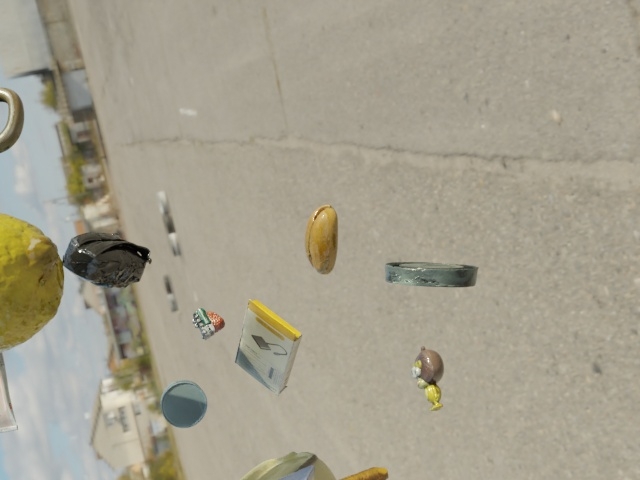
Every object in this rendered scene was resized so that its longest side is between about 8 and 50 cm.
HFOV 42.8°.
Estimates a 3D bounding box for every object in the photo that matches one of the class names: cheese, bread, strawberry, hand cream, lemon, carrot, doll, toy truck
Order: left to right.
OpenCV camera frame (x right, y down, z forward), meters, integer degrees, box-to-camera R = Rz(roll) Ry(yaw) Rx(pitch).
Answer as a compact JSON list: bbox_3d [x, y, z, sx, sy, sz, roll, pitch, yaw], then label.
[{"bbox_3d":[-0.585,0.077,1.429,0.245,0.320,0.245,50,-153,-36],"label":"lemon"},{"bbox_3d":[-0.656,0.281,1.651,0.052,0.038,0.216,-16,83,46],"label":"hand cream"},{"bbox_3d":[-0.312,0.222,2.182,0.083,0.044,0.039,55,156,25],"label":"toy truck"},{"bbox_3d":[-0.323,0.249,2.443,0.083,0.073,0.073,10,116,46],"label":"strawberry"},{"bbox_3d":[-0.042,0.487,1.379,0.233,0.127,0.266,66,-158,1],"label":"cheese"},{"bbox_3d":[0.000,0.000,2.089,0.114,0.077,0.189,-127,34,-59],"label":"bread"},{"bbox_3d":[0.071,0.541,1.820,0.042,0.171,0.042,168,90,-71],"label":"carrot"},{"bbox_3d":[0.328,0.412,2.457,0.145,0.096,0.188,89,173,-46],"label":"doll"}]

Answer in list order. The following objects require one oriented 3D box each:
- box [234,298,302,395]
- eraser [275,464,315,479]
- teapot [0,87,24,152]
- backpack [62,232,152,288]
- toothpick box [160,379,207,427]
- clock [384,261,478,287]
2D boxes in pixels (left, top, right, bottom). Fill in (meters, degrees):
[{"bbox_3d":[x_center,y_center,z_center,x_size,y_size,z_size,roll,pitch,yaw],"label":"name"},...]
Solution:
[{"bbox_3d":[-0.110,0.222,1.716,0.129,0.033,0.247,36,141,15],"label":"box"},{"bbox_3d":[-0.106,0.386,1.162,0.036,0.225,0.082,65,-173,4],"label":"eraser"},{"bbox_3d":[-0.497,-0.124,1.017,0.185,0.268,0.175,67,-165,-63],"label":"teapot"},{"bbox_3d":[-0.433,0.041,1.624,0.120,0.165,0.105,29,104,28],"label":"backpack"},{"bbox_3d":[-0.305,0.361,1.813,0.153,0.101,0.101,138,117,-77],"label":"toothpick box"},{"bbox_3d":[0.266,0.082,1.976,0.226,0.226,0.049,-166,78,-75],"label":"clock"}]
